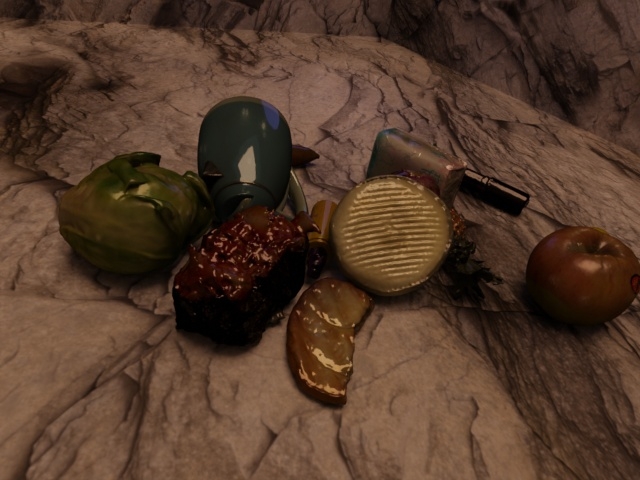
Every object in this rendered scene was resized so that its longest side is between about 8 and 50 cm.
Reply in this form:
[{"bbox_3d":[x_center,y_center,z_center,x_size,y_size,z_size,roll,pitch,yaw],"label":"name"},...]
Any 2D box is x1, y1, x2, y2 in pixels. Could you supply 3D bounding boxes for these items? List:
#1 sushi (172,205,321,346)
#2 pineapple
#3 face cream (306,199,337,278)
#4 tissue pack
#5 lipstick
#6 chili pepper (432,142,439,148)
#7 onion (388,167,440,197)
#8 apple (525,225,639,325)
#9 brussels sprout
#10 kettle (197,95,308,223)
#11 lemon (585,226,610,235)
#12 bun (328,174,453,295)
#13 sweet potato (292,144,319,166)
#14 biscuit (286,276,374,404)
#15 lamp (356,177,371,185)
[{"bbox_3d":[-0.128,0.054,0.917,0.196,0.182,0.343,29,39,9],"label":"sushi"},{"bbox_3d":[0.348,0.032,1.186,0.130,0.119,0.277,48,19,-34],"label":"pineapple"},{"bbox_3d":[0.000,0.000,1.126,0.078,0.078,0.273,14,35,-1],"label":"face cream"},{"bbox_3d":[0.273,-0.193,1.395,0.124,0.201,0.271,-26,49,-38],"label":"tissue pack"},{"bbox_3d":[0.551,-0.183,1.582,0.300,0.081,0.081,32,38,22],"label":"lipstick"},{"bbox_3d":[0.353,-0.231,1.535,0.065,0.122,0.279,40,8,10],"label":"chili pepper"},{"bbox_3d":[0.223,-0.089,1.228,0.159,0.195,0.159,8,28,-4],"label":"onion"},{"bbox_3d":[0.625,0.084,1.132,0.261,0.194,0.261,8,34,-5],"label":"apple"},{"bbox_3d":[-0.368,-0.057,0.953,0.294,0.227,0.259,0,22,-8],"label":"brussels sprout"},{"bbox_3d":[-0.155,-0.150,1.178,0.319,0.247,0.342,26,35,-30],"label":"kettle"},{"bbox_3d":[0.784,0.014,1.365,0.133,0.109,0.109,-4,38,-39],"label":"lemon"},{"bbox_3d":[0.153,-0.009,1.080,0.287,0.146,0.287,1,79,-7],"label":"bun"},{"bbox_3d":[-0.169,-0.272,1.460,0.346,0.079,0.108,7,6,-8],"label":"sweet potato"},{"bbox_3d":[0.011,0.175,0.910,0.154,0.045,0.299,20,35,6],"label":"biscuit"},{"bbox_3d":[0.179,-0.104,1.329,0.193,0.106,0.106,26,35,-1],"label":"lamp"}]
